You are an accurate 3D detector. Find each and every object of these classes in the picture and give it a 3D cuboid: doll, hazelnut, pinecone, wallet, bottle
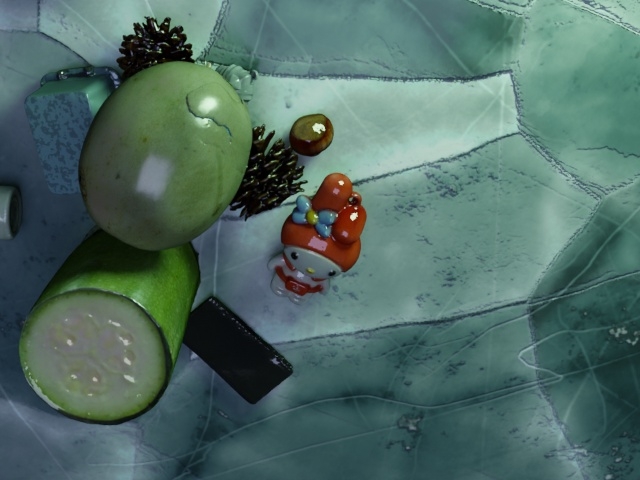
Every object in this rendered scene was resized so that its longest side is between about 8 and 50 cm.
[{"bbox_3d":[0.000,0.000,1.766,0.161,0.130,0.290,27,124,-8],"label":"doll"},{"bbox_3d":[-0.016,-0.191,1.720,0.086,0.086,0.086,-1,113,-1],"label":"hazelnut"},{"bbox_3d":[-0.117,-0.134,1.699,0.162,0.163,0.165,-25,88,9],"label":"pinecone"},{"bbox_3d":[-0.183,-0.262,1.688,0.180,0.079,0.094,-28,87,23],"label":"doll"},{"bbox_3d":[-0.180,0.227,1.912,0.124,0.025,0.244,-41,109,14],"label":"wallet"},{"bbox_3d":[-0.288,-0.328,1.630,0.140,0.140,0.121,1,79,-2],"label":"pinecone"},{"bbox_3d":[-0.693,-0.058,1.738,0.245,0.104,0.104,4,112,-3],"label":"bottle"}]

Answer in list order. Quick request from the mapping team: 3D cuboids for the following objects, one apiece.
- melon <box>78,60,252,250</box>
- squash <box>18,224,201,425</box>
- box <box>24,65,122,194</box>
[{"bbox_3d":[-0.255,-0.148,1.546,0.268,0.268,0.330,27,90,-12],"label":"melon"},{"bbox_3d":[-0.364,0.127,1.676,0.262,0.384,0.263,0,111,0],"label":"squash"},{"bbox_3d":[-0.425,-0.192,1.676,0.162,0.130,0.227,-3,113,16],"label":"box"}]
